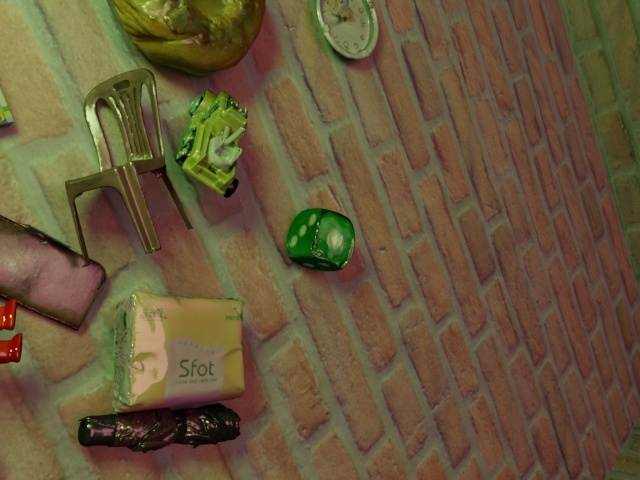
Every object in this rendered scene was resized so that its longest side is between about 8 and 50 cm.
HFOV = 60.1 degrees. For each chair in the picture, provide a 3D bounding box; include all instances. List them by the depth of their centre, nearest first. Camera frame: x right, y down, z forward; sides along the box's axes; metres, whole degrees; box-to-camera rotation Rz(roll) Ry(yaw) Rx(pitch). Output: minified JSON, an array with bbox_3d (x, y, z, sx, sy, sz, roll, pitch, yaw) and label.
[{"bbox_3d":[-0.366,-0.142,1.011,0.183,0.175,0.327,-40,115,-66],"label":"chair"}]

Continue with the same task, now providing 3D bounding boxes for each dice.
[{"bbox_3d":[0.000,0.000,1.351,0.130,0.120,0.129,23,69,-38],"label":"dice"}]

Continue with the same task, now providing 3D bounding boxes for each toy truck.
[{"bbox_3d":[-0.201,-0.223,1.151,0.128,0.135,0.260,35,30,-31],"label":"toy truck"}]

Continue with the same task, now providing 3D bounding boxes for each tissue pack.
[{"bbox_3d":[-0.275,0.214,1.090,0.256,0.122,0.215,8,74,-43],"label":"tissue pack"}]

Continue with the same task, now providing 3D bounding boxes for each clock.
[{"bbox_3d":[0.065,-0.606,1.511,0.236,0.053,0.237,3,86,-41],"label":"clock"}]

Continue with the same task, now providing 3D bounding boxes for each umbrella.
[{"bbox_3d":[-0.303,0.365,1.082,0.325,0.094,0.090,12,63,-39],"label":"umbrella"}]

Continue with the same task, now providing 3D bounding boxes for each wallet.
[{"bbox_3d":[-0.512,0.050,0.980,0.255,0.031,0.137,35,64,-32],"label":"wallet"}]

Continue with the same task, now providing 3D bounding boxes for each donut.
[{"bbox_3d":[-0.273,-0.529,1.147,0.360,0.169,0.361,1,89,-49],"label":"donut"}]

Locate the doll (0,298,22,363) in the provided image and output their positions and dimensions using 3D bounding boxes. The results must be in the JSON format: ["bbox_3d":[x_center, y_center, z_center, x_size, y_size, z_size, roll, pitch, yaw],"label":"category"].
[{"bbox_3d":[-0.638,0.140,0.779,0.383,0.188,0.099,0,57,-27],"label":"doll"}]

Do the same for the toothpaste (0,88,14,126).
[{"bbox_3d":[-0.586,-0.272,0.951,0.046,0.034,0.164,-27,103,-41],"label":"toothpaste"}]
